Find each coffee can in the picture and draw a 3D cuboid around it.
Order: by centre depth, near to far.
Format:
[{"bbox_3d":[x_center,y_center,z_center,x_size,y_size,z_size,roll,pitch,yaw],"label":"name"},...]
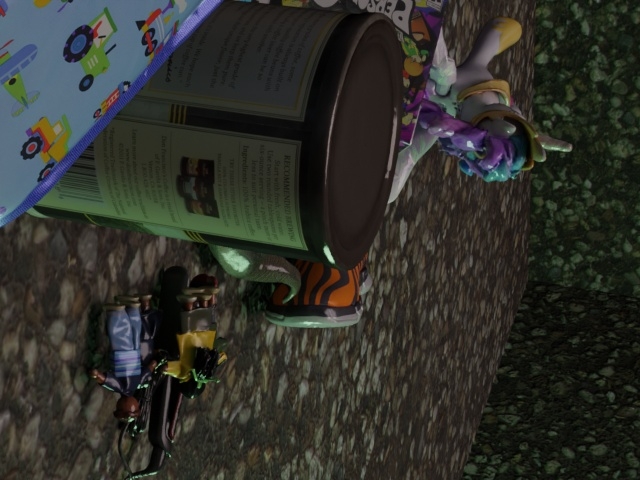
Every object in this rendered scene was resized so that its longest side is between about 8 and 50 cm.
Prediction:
[{"bbox_3d":[-0.092,-0.097,1.110,0.201,0.275,0.202,10,90,-73],"label":"coffee can"}]

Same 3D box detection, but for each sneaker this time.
[{"bbox_3d":[0.000,0.000,1.749,0.321,0.124,0.180,-63,154,-77],"label":"sneaker"}]

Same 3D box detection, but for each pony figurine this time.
[{"bbox_3d":[0.117,-0.194,1.714,0.363,0.350,0.303,-92,-169,-63],"label":"pony figurine"}]

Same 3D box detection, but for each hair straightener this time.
[{"bbox_3d":[-0.172,0.135,1.395,0.089,0.047,0.230,22,82,-46],"label":"hair straightener"}]

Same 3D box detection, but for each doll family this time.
[{"bbox_3d":[-0.152,0.109,1.329,0.193,0.076,0.111,-4,99,-40],"label":"doll family"}]

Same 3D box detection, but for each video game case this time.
[{"bbox_3d":[0.016,-0.232,1.500,0.042,0.232,0.210,-30,-139,65],"label":"video game case"}]

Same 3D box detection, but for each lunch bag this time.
[{"bbox_3d":[-0.179,-0.156,0.842,0.293,0.138,0.221,-62,159,-25],"label":"lunch bag"}]

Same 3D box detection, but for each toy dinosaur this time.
[{"bbox_3d":[-0.081,-0.039,1.504,0.160,0.121,0.314,-44,154,-36],"label":"toy dinosaur"}]

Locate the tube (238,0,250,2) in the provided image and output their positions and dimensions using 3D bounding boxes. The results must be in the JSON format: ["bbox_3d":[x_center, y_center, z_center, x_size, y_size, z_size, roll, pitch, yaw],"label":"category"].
[{"bbox_3d":[-0.135,-0.205,1.316,0.207,0.052,0.080,-50,136,-48],"label":"tube"}]
